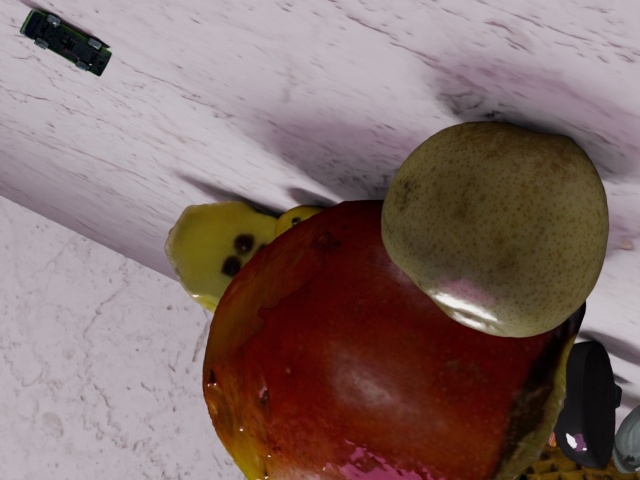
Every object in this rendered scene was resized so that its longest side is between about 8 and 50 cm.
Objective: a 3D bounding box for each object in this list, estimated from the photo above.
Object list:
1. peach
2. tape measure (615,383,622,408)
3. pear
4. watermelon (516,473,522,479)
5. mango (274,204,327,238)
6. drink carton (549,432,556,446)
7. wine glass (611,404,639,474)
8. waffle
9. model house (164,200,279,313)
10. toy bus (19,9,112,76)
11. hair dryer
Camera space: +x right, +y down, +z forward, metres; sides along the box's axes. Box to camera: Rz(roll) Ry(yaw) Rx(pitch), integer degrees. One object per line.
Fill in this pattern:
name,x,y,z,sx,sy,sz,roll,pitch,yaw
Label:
peach,0.076,0.136,1.277,0.417,0.339,0.353,9,164,46
tape measure,0.351,0.211,1.871,0.146,0.081,0.125,26,155,-26
pear,0.124,-0.009,0.914,0.167,0.136,0.167,26,175,3
watermelon,0.154,0.336,1.878,0.331,0.189,0.331,-10,153,-5
mango,0.000,0.000,1.556,0.103,0.076,0.161,16,179,9
drink carton,0.384,0.358,2.230,0.071,0.223,0.096,16,169,40
wine glass,0.558,0.335,1.937,0.241,0.126,0.126,30,171,-19
waffle,0.370,0.376,1.983,0.283,0.065,0.309,14,-159,37
model house,-0.081,0.036,1.783,0.234,0.174,0.193,31,178,33
toy bus,-0.233,-0.181,1.198,0.083,0.031,0.037,28,-179,-28
hair dryer,0.187,0.156,1.611,0.320,0.155,0.284,2,141,20
